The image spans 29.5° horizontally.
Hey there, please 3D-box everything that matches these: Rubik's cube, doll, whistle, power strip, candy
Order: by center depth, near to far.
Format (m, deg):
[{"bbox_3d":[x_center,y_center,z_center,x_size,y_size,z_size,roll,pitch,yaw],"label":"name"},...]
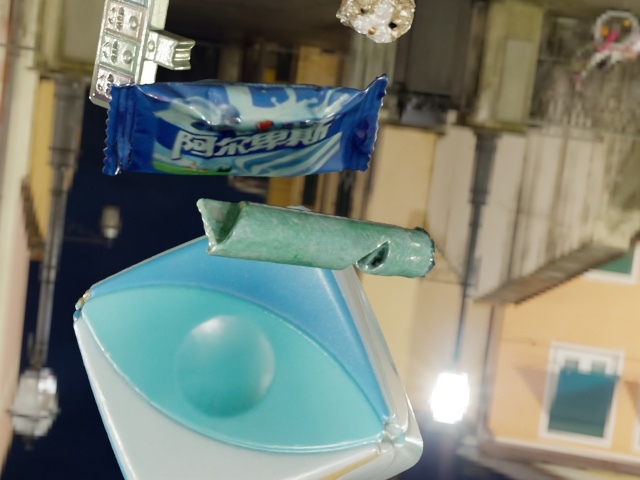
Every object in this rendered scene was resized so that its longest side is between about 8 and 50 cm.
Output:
[{"bbox_3d":[0.000,0.000,0.771,0.186,0.039,0.039,9,-177,-45],"label":"whistle"},{"bbox_3d":[-0.092,-0.135,1.447,0.331,0.077,0.187,1,147,-9],"label":"candy"},{"bbox_3d":[-0.082,0.187,1.595,0.347,0.351,0.352,-23,161,4],"label":"Rubik's cube"},{"bbox_3d":[-0.241,-0.278,1.700,0.145,0.215,0.061,24,-158,29],"label":"power strip"},{"bbox_3d":[0.085,-0.355,1.848,0.105,0.114,0.221,17,-176,-6],"label":"doll"}]
